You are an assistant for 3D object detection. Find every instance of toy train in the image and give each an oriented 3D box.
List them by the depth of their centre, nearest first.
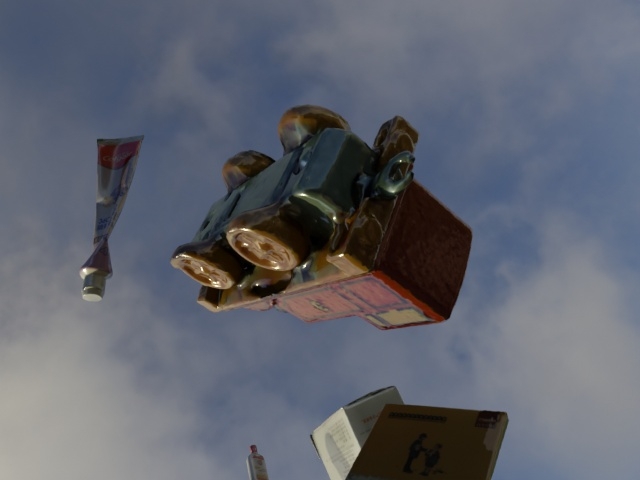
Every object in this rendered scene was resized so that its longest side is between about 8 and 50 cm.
[{"bbox_3d":[0.000,0.000,0.612,0.231,0.369,0.163,37,-120,-21],"label":"toy train"}]

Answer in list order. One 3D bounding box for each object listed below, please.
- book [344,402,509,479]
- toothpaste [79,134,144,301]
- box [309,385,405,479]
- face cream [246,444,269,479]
[{"bbox_3d":[0.073,0.195,0.450,0.172,0.118,0.012,-47,-56,-49],"label":"book"},{"bbox_3d":[-0.336,-0.046,0.901,0.075,0.301,0.048,-17,-33,24],"label":"toothpaste"},{"bbox_3d":[0.111,0.411,0.918,0.106,0.300,0.200,-17,-23,-25],"label":"box"},{"bbox_3d":[-0.119,0.423,1.066,0.040,0.083,0.021,24,-63,-34],"label":"face cream"}]
